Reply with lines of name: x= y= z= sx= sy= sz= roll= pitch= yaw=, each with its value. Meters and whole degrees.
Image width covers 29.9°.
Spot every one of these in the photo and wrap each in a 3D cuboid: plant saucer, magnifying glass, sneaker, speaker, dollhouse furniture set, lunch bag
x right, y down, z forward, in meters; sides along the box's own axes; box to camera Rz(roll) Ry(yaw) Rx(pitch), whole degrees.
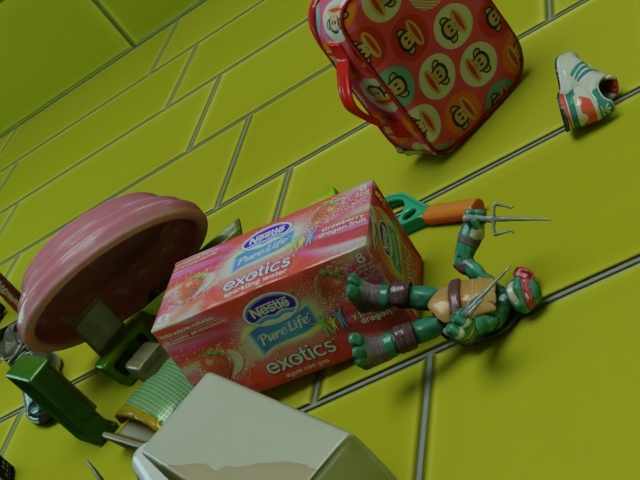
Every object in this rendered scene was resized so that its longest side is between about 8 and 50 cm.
plant saucer: x=-0.327 y=0.038 z=1.832 sx=0.332 sy=0.084 sz=0.332 roll=-35 pitch=-16 yaw=-12
plant saucer: x=-0.182 y=0.049 z=1.828 sx=0.188 sy=0.045 sz=0.188 roll=-40 pitch=7 yaw=1
magnifying glass: x=0.127 y=-0.032 z=1.591 sx=0.231 sy=0.026 sz=0.092 roll=-4 pitch=42 yaw=51
sneaker: x=0.343 y=-0.196 z=1.535 sx=0.075 sy=0.057 sz=0.161 roll=-12 pitch=32 yaw=18
sneaker: x=-0.479 y=0.205 z=1.929 sx=0.086 sy=0.132 sz=0.229 roll=-42 pitch=24 yaw=-4
speaker: x=-0.188 y=0.292 z=1.456 sx=0.055 sy=0.055 sz=0.136 roll=-44 pitch=25 yaw=-7
dollhouse furniture set: x=-0.266 y=0.172 z=1.654 sx=0.301 sy=0.151 sz=0.197 roll=0 pitch=46 yaw=55
lunch bag: x=0.126 y=-0.263 z=1.662 sx=0.258 sy=0.293 sz=0.120 roll=-48 pitch=30 yaw=-17

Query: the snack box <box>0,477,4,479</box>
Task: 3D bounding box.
snack box: x=-0.471 y=0.373 z=1.540 sx=0.070 sy=0.207 sz=0.174 roll=-23 pitch=30 yaw=34

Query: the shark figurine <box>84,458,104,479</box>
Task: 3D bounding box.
shark figurine: x=-0.302 y=0.391 z=1.389 sx=0.166 sy=0.116 sz=0.278 roll=-4 pitch=45 yaw=51

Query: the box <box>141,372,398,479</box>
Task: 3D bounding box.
box: x=-0.044 y=0.247 z=1.219 sx=0.121 sy=0.148 sz=0.311 roll=-49 pitch=24 yaw=-17

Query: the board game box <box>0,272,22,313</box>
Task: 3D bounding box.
board game box: x=-0.589 y=0.096 z=2.259 sx=0.027 sy=0.145 sz=0.281 roll=-43 pitch=25 yaw=-11

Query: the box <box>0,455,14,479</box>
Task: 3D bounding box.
box: x=-0.508 y=0.346 z=1.791 sx=0.062 sy=0.083 sz=0.052 roll=-37 pitch=26 yaw=6

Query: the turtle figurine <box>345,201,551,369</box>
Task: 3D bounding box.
turtle figurine: x=0.147 y=0.063 z=1.286 sx=0.234 sy=0.118 sz=0.175 roll=-17 pitch=34 yaw=17

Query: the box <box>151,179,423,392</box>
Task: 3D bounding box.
box: x=-0.036 y=0.067 z=1.476 sx=0.300 sy=0.142 sz=0.154 roll=-22 pitch=29 yaw=21

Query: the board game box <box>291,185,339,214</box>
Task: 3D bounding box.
board game box: x=0.000 y=0.000 z=1.694 sx=0.092 sy=0.043 sz=0.181 roll=-35 pitch=25 yaw=13

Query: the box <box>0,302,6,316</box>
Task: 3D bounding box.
box: x=-0.826 y=0.158 z=2.312 sx=0.183 sy=0.294 sz=0.296 roll=-22 pitch=29 yaw=39
